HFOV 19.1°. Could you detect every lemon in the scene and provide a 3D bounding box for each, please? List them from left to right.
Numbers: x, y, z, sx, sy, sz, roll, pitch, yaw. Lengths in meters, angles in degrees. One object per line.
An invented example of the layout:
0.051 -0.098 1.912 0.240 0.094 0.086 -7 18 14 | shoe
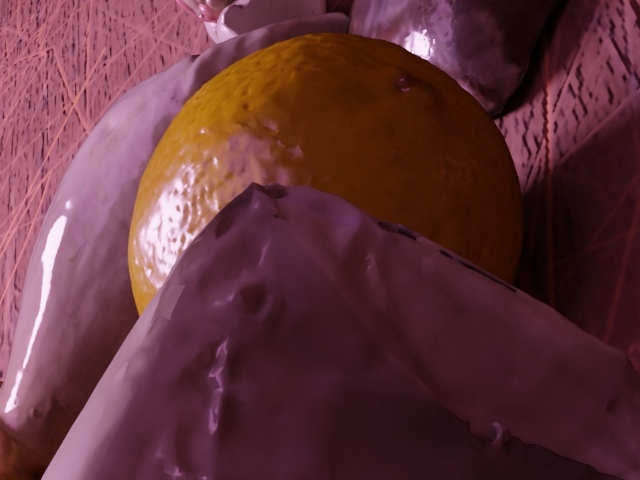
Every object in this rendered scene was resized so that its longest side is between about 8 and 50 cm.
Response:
0.000 0.000 0.885 0.203 0.178 0.178 -54 23 38 | lemon

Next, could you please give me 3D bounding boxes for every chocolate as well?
0.085 -0.186 1.050 0.157 0.080 0.254 4 65 62 | chocolate

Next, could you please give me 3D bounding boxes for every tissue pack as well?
-0.036 0.213 0.518 0.297 0.207 0.380 -65 3 -35 | tissue pack

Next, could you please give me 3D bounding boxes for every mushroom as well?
-0.098 0.004 1.122 0.350 0.128 0.128 -58 25 9 | mushroom

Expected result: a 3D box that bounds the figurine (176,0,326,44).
-0.049 -0.162 1.249 0.081 0.098 0.146 -40 22 -7 | figurine
